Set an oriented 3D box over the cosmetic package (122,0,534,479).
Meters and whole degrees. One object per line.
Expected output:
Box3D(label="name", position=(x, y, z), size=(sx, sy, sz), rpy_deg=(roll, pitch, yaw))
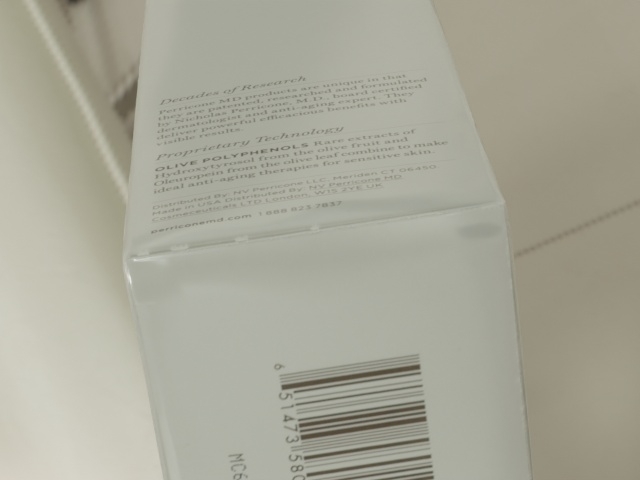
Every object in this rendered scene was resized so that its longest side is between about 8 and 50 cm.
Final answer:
Box3D(label="cosmetic package", position=(0.000, 0.000, 0.871), size=(0.155, 0.365, 0.197), rpy_deg=(-9, 115, -1))
